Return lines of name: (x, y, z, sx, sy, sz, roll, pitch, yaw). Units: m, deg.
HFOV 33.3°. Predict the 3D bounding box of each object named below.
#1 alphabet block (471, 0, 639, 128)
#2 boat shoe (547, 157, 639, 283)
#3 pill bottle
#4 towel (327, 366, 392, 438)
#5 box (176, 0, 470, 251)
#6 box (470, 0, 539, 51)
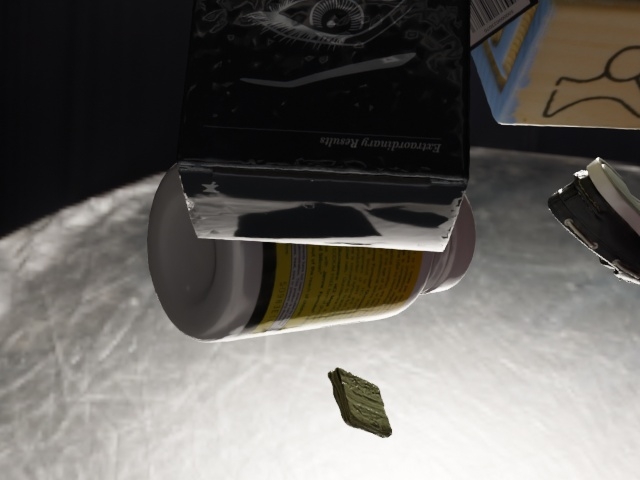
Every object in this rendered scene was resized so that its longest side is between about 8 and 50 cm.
alphabet block: (0.300, -0.258, 1.245, 0.197, 0.192, 0.193, 1, 52, -14)
boat shoe: (0.412, 0.001, 1.438, 0.302, 0.091, 0.114, 40, 27, -32)
pill bottle: (0.000, 0.000, 1.151, 0.333, 0.188, 0.188, -4, 13, -36)
towel: (0.068, 0.281, 1.841, 0.027, 0.110, 0.148, -32, -36, 24)
box: (0.005, -0.108, 0.616, 0.153, 0.207, 0.108, 4, -20, 1)
box: (0.075, -0.274, 1.104, 0.165, 0.143, 0.270, -35, 25, -3)
